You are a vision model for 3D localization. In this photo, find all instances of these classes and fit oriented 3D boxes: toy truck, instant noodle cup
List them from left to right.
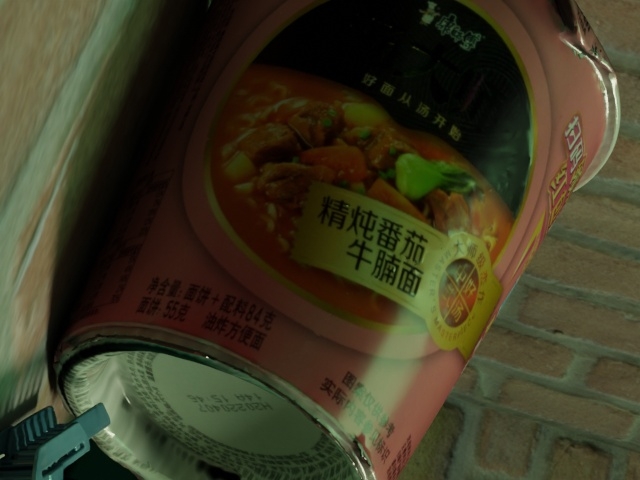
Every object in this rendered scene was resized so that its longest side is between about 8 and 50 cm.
[{"bbox_3d":[-0.115,0.113,0.790,0.136,0.063,0.074,-30,117,-84],"label":"toy truck"},{"bbox_3d":[0.000,0.000,0.914,0.244,0.244,0.255,101,13,-57],"label":"instant noodle cup"}]

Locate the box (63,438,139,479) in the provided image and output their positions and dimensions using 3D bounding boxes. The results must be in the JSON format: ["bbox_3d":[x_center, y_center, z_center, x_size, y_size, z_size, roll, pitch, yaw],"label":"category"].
[{"bbox_3d":[-0.090,0.150,1.046,0.245,0.092,0.153,-69,174,-45],"label":"box"}]
